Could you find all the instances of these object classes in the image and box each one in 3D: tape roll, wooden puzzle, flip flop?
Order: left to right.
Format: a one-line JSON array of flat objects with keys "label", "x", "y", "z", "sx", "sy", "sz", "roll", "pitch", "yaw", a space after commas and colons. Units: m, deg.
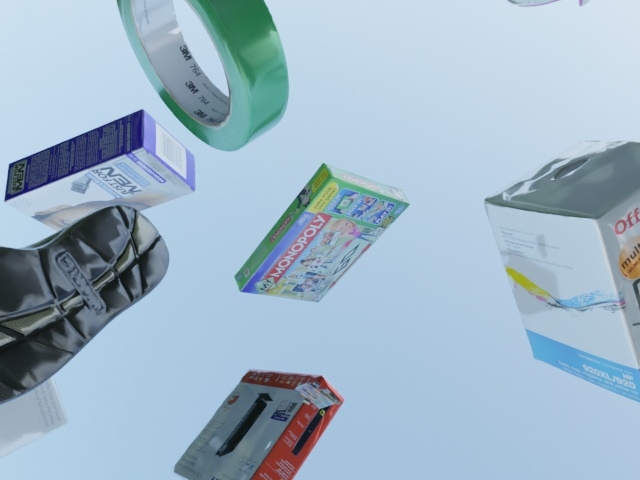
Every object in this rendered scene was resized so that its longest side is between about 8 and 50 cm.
[{"label": "flip flop", "x": -0.228, "y": 0.045, "z": 0.467, "sx": 0.080, "sy": 0.277, "sz": 0.112, "roll": -23, "pitch": -80, "yaw": 27}, {"label": "tape roll", "x": -0.182, "y": -0.292, "z": 0.895, "sx": 0.077, "sy": 0.321, "sz": 0.321, "roll": -37, "pitch": -125, "yaw": -26}, {"label": "wooden puzzle", "x": -0.007, "y": 0.229, "z": 0.883, "sx": 0.083, "sy": 0.049, "sz": 0.006, "roll": -37, "pitch": -164, "yaw": 52}]

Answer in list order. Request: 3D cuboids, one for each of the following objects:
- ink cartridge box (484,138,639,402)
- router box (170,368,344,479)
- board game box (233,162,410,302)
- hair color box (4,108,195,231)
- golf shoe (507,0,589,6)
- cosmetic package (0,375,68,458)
[{"label": "ink cartridge box", "x": 0.331, "y": 0.023, "z": 0.681, "sx": 0.171, "sy": 0.232, "sz": 0.168, "roll": -31, "pitch": -160, "yaw": -17}, {"label": "router box", "x": -0.143, "y": 0.427, "z": 1.298, "sx": 0.335, "sy": 0.082, "sz": 0.301, "roll": -14, "pitch": -148, "yaw": 55}, {"label": "board game box", "x": 0.000, "y": 0.000, "z": 1.182, "sx": 0.317, "sy": 0.213, "sz": 0.046, "roll": -50, "pitch": -132, "yaw": 29}, {"label": "hair color box", "x": -0.456, "y": -0.131, "z": 1.248, "sx": 0.339, "sy": 0.185, "sz": 0.110, "roll": -16, "pitch": -119, "yaw": 17}, {"label": "golf shoe", "x": 0.259, "y": -0.368, "z": 0.797, "sx": 0.306, "sy": 0.140, "sz": 0.115, "roll": -2, "pitch": -119, "yaw": -4}, {"label": "cosmetic package", "x": -0.500, "y": 0.220, "z": 0.888, "sx": 0.151, "sy": 0.151, "sz": 0.184, "roll": -25, "pitch": -158, "yaw": -40}]
